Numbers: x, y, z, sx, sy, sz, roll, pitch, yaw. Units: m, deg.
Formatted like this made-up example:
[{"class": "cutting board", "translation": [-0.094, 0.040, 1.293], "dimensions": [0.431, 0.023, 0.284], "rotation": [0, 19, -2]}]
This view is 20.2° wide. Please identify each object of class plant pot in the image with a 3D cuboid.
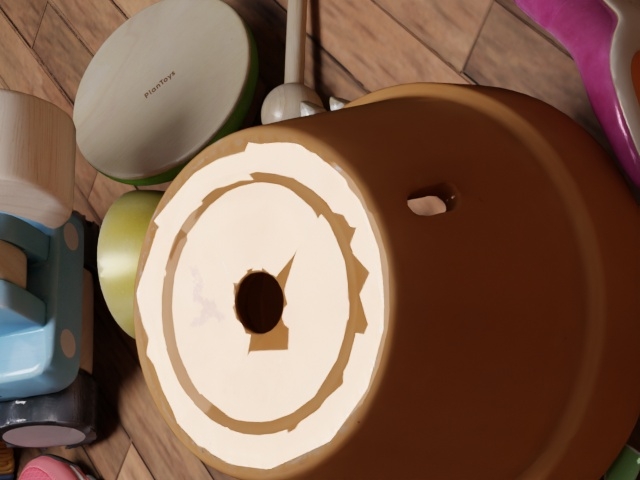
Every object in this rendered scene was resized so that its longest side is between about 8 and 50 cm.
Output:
[{"class": "plant pot", "translation": [0.028, 0.041, 1.074], "dimensions": [0.291, 0.203, 0.291], "rotation": [-3, 86, 39]}, {"class": "plant pot", "translation": [-0.112, 0.017, 1.535], "dimensions": [0.095, 0.134, 0.134], "rotation": [-7, 75, 31]}]

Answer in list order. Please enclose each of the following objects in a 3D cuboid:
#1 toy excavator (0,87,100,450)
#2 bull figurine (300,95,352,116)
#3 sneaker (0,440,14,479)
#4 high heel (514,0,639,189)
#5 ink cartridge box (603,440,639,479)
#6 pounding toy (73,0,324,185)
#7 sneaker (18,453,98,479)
[{"class": "toy excavator", "translation": [-0.333, 0.030, 1.604], "dimensions": [0.433, 0.445, 0.222], "rotation": [-11, 67, 23]}, {"class": "bull figurine", "translation": [0.000, 0.000, 1.361], "dimensions": [0.310, 0.101, 0.188], "rotation": [35, 111, 42]}, {"class": "sneaker", "translation": [-0.422, 0.299, 1.945], "dimensions": [0.131, 0.112, 0.296], "rotation": [50, 123, 50]}, {"class": "high heel", "translation": [0.173, -0.113, 1.149], "dimensions": [0.117, 0.082, 0.244], "rotation": [-43, 49, 46]}, {"class": "ink cartridge box", "translation": [0.127, 0.125, 1.163], "dimensions": [0.209, 0.062, 0.109], "rotation": [35, 113, 36]}, {"class": "pounding toy", "translation": [-0.089, -0.118, 1.563], "dimensions": [0.237, 0.110, 0.183], "rotation": [-15, 57, 25]}, {"class": "sneaker", "translation": [-0.259, 0.329, 1.662], "dimensions": [0.116, 0.136, 0.314], "rotation": [-51, 43, 38]}]
